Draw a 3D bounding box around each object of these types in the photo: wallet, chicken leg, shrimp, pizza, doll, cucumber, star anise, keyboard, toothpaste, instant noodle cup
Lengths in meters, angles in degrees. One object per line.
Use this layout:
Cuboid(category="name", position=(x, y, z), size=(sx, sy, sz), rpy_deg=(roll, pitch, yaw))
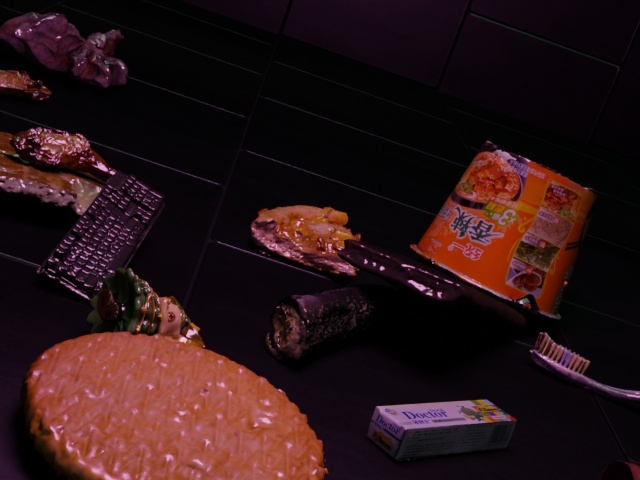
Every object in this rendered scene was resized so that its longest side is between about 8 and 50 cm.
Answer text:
Cuboid(category="wallet", position=(0.140, 0.057, 1.321), size=(0.165, 0.042, 0.309), rpy_deg=(23, 1, 25))
Cuboid(category="chicken leg", position=(-0.287, -0.096, 1.269), size=(0.145, 0.037, 0.062), rpy_deg=(14, 36, -29))
Cuboid(category="shrimp", position=(-0.493, -0.244, 1.644), size=(0.184, 0.043, 0.091), rpy_deg=(12, 15, -22))
Cuboid(category="pizza", position=(0.000, 0.000, 1.422), size=(0.182, 0.062, 0.161), rpy_deg=(6, 27, -42))
Cuboid(category="doll", position=(-0.165, 0.082, 1.017), size=(0.078, 0.076, 0.113), rpy_deg=(50, 4, 40))
Cuboid(category="cucumber", position=(0.019, 0.080, 1.199), size=(0.067, 0.067, 0.245), rpy_deg=(28, 16, 23))
Cuboid(category="star anise", position=(-0.428, -0.334, 1.886), size=(0.257, 0.110, 0.198), rpy_deg=(13, 17, -42))
Cuboid(category="keyboard", position=(-0.224, -0.010, 1.165), size=(0.072, 0.023, 0.231), rpy_deg=(30, 29, -6))
Cuboid(category="toothpaste", position=(0.119, 0.180, 1.045), size=(0.164, 0.034, 0.046), rpy_deg=(4, 20, -42))
Cuboid(category="instant noodle cup", position=(0.265, -0.019, 1.505), size=(0.230, 0.182, 0.230), rpy_deg=(26, 6, -3))

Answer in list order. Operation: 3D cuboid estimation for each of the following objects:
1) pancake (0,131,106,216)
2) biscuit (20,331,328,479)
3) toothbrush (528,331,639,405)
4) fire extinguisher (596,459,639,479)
Cuboid(category="pancake", position=(-0.372, -0.079, 1.263), size=(0.376, 0.054, 0.197), rpy_deg=(23, 11, 14))
Cuboid(category="biscuit", position=(-0.114, 0.147, 0.863), size=(0.254, 0.035, 0.254), rpy_deg=(20, 20, -8))
Cuboid(category="toothbrush", position=(0.443, 0.214, 1.303), size=(0.413, 0.042, 0.035), rpy_deg=(25, 17, 9))
Cuboid(category="fire extinguisher", position=(0.384, 0.297, 0.891), size=(0.337, 0.106, 0.147), rpy_deg=(19, 42, -3))
